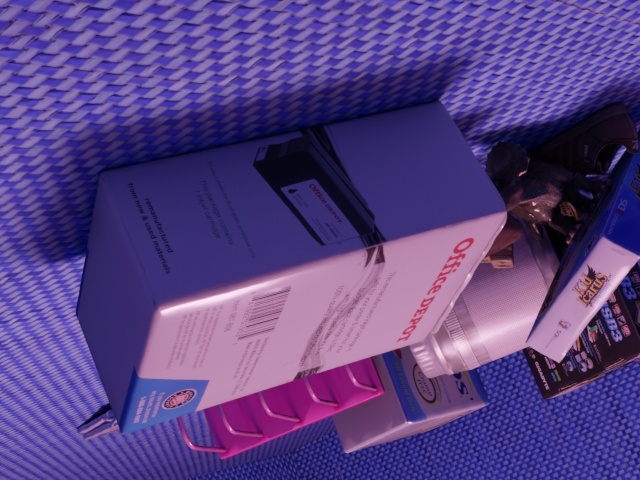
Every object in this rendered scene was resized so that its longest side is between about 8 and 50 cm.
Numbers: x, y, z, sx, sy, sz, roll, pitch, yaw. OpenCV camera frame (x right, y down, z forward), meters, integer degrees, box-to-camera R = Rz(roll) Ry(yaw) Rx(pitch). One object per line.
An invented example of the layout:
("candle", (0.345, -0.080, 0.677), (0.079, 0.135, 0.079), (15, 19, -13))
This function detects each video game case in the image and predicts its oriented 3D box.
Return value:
("video game case", (0.388, -0.003, 1.641), (0.269, 0.061, 0.244), (-57, 172, -42))

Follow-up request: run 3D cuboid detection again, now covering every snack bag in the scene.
("snack bag", (-0.270, 0.314, 2.335), (0.323, 0.037, 0.342), (-10, 170, -33))

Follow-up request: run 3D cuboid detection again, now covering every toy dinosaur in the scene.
("toy dinosaur", (0.286, -0.068, 1.601), (0.121, 0.160, 0.313), (-59, 169, 8))

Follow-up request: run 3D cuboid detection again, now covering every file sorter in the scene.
("file sorter", (-0.084, 0.193, 1.871), (0.290, 0.202, 0.182), (-23, 165, 10))

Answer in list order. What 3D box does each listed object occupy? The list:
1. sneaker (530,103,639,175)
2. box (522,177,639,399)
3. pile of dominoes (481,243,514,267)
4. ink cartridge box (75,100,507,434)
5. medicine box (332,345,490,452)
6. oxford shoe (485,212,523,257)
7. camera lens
("sneaker", (0.348, -0.111, 1.620), (0.066, 0.071, 0.188), (-11, 162, -37))
("box", (0.419, 0.088, 2.014), (0.073, 0.296, 0.293), (-13, 163, -31))
("pile of dominoes", (0.141, 0.015, 1.676), (0.251, 0.040, 0.196), (-2, 169, 12))
("ink cartridge box", (-0.039, 0.028, 1.286), (0.394, 0.166, 0.285), (-14, 152, -25))
("medicine box", (0.126, 0.202, 2.076), (0.149, 0.264, 0.289), (-29, 164, 32))
("oxford shoe", (0.143, 0.008, 1.499), (0.098, 0.097, 0.271), (10, 169, -27))
("camera lens", (0.258, 0.074, 1.879), (0.274, 0.219, 0.219), (-23, 166, 8))
